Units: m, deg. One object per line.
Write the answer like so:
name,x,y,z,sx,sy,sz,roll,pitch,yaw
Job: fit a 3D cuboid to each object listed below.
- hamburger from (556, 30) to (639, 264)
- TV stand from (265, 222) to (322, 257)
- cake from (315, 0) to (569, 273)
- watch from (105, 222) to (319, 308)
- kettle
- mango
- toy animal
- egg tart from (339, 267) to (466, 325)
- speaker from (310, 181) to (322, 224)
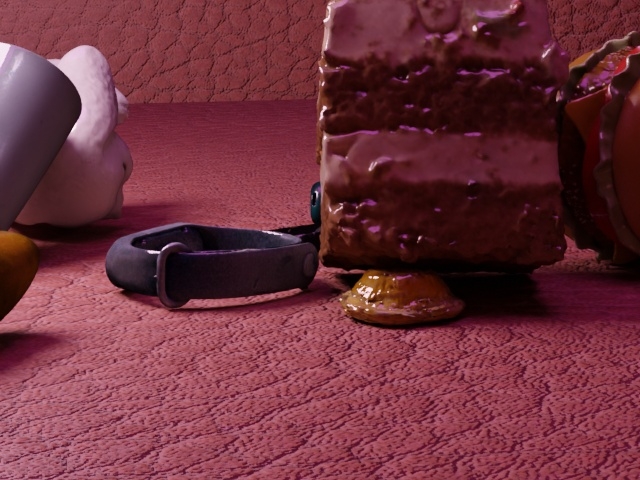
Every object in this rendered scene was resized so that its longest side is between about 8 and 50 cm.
hamburger,0.395,-0.101,1.741,0.274,0.274,0.212,-7,9,-32
TV stand,0.000,0.000,1.854,0.249,0.036,0.042,-8,14,-35
cake,0.121,-0.107,1.643,0.255,0.290,0.282,2,-7,-2
watch,-0.119,0.024,1.659,0.193,0.068,0.206,6,10,33
kettle,-0.419,-0.089,1.829,0.210,0.243,0.160,-10,-43,40
mango,-0.355,0.049,1.398,0.133,0.111,0.267,-12,3,35
toy animal,-0.357,-0.113,2.040,0.206,0.271,0.265,42,9,-36
egg tart,0.081,0.051,1.545,0.128,0.049,0.129,0,9,0
speaker,0.024,-0.052,2.067,0.075,0.060,0.094,1,10,0
